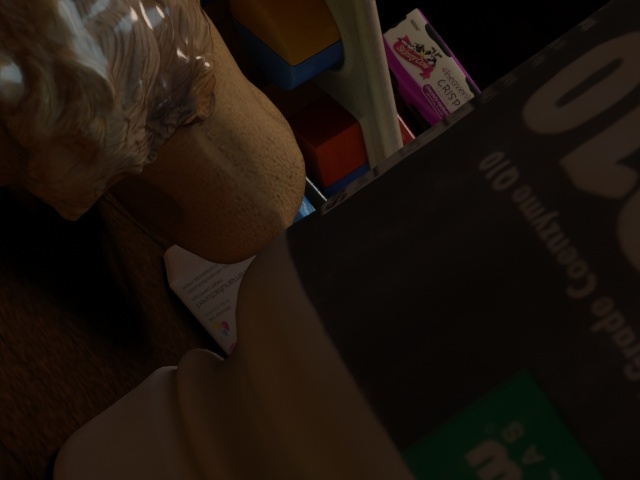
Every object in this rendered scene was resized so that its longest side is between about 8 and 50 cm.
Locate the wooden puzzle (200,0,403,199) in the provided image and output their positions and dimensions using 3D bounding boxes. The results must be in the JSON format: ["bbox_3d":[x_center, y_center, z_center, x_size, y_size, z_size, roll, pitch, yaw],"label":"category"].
[{"bbox_3d":[-0.051,-0.168,1.325,0.322,0.081,0.347,44,-25,39],"label":"wooden puzzle"}]

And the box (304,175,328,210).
[{"bbox_3d":[0.000,0.000,1.182,0.322,0.058,0.232,47,1,-3],"label":"box"}]

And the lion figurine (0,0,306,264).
[{"bbox_3d":[-0.085,-0.069,0.711,0.240,0.142,0.392,42,8,28],"label":"lion figurine"}]

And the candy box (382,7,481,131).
[{"bbox_3d":[0.147,-0.128,1.691,0.159,0.071,0.233,57,6,24],"label":"candy box"}]

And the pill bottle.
[{"bbox_3d":[0.100,0.040,0.560,0.204,0.361,0.204,53,6,-8],"label":"pill bottle"}]

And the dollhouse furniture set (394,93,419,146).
[{"bbox_3d":[-0.029,-0.169,1.640,0.374,0.152,0.201,54,6,-1],"label":"dollhouse furniture set"}]

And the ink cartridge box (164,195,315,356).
[{"bbox_3d":[-0.020,0.035,0.931,0.122,0.088,0.052,51,7,-24],"label":"ink cartridge box"}]
